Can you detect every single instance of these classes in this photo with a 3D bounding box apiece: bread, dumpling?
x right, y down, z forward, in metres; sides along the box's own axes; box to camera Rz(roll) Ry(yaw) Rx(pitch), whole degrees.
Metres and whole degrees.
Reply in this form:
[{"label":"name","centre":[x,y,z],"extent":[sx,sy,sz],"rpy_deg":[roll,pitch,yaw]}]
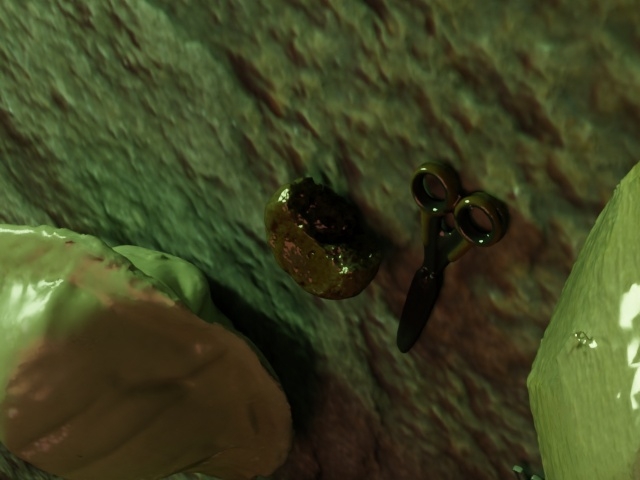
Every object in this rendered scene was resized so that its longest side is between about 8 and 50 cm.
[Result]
[{"label":"bread","centre":[0.000,0.000,1.201],"extent":[0.113,0.060,0.082],"rpy_deg":[48,142,2]},{"label":"dumpling","centre":[-0.173,0.131,1.358],"extent":[0.315,0.233,0.395],"rpy_deg":[-1,136,41]}]

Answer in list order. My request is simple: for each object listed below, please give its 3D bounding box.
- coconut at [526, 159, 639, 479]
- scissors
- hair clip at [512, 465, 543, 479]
[{"label":"coconut","centre":[0.289,0.085,0.777],"extent":[0.346,0.360,0.346],"rpy_deg":[-2,134,-2]},{"label":"scissors","centre":[0.092,0.026,1.172],"extent":[0.088,0.017,0.220],"rpy_deg":[35,141,15]},{"label":"hair clip","centre":[0.182,0.252,1.267],"extent":[0.030,0.039,0.115],"rpy_deg":[18,132,25]}]
